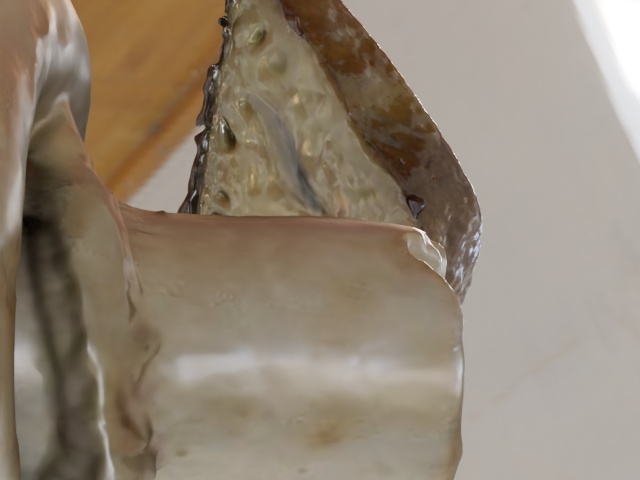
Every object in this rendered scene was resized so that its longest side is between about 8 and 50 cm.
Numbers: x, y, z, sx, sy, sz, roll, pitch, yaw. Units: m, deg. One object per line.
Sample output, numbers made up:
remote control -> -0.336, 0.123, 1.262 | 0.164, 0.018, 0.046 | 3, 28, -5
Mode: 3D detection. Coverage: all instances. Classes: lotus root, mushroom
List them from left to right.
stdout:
mushroom -> -0.095, 0.037, 0.586 | 0.290, 0.293, 0.292 | 5, 151, -5
lotus root -> 0.000, 0.000, 0.941 | 0.074, 0.170, 0.261 | -13, 124, -52
